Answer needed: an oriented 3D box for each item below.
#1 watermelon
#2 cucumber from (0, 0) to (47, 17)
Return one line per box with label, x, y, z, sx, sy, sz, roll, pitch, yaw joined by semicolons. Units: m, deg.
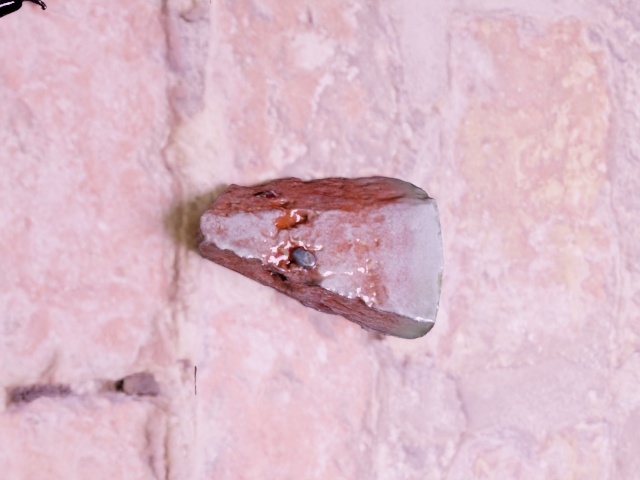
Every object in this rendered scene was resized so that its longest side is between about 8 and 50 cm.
watermelon;0.000;0.000;1.331;0.241;0.094;0.154;8;76;-17
cucumber;-0.314;-0.186;1.243;0.163;0.039;0.043;-28;117;-18
